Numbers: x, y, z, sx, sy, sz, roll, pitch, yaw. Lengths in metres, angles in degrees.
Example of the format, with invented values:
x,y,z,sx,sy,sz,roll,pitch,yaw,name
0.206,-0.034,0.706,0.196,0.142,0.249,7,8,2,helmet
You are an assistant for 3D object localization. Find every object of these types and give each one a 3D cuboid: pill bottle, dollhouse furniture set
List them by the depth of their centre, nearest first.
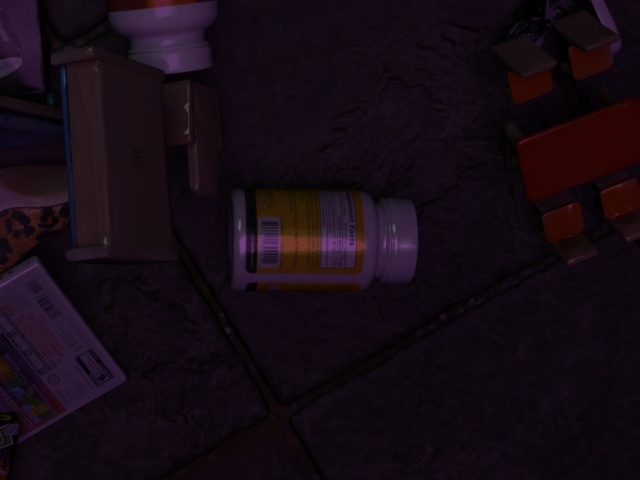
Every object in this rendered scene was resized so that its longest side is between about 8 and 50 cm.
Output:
x,y,z,sx,sy,sz,roll,pitch,yaw,name
-0.297,-0.064,1.279,0.304,0.286,0.198,-6,85,22,dollhouse furniture set
-0.174,-0.289,1.308,0.121,0.121,0.216,-8,102,-7,pill bottle
0.345,-0.122,1.376,0.259,0.135,0.262,-22,120,-4,dollhouse furniture set
0.000,0.000,1.394,0.209,0.119,0.119,1,101,-9,pill bottle

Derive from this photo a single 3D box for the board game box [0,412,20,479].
x,y,z,sx,sy,sz,roll,pitch,yaw,name
-0.431,0.320,1.403,0.136,0.030,0.259,3,110,-27,board game box

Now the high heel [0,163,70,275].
x,y,z,sx,sy,sz,roll,pitch,yaw,name
-0.345,0.015,1.386,0.261,0.093,0.186,-16,130,-20,high heel

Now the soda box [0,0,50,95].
x,y,z,sx,sy,sz,roll,pitch,yaw,name
-0.332,-0.243,1.330,0.060,0.053,0.168,-4,101,-8,soda box

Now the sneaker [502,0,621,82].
x,y,z,sx,sy,sz,roll,pitch,yaw,name
0.250,-0.281,1.393,0.121,0.079,0.216,-31,105,-3,sneaker

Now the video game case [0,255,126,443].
x,y,z,sx,sy,sz,roll,pitch,yaw,name
-0.348,0.135,1.385,0.183,0.023,0.201,-30,126,-2,video game case
